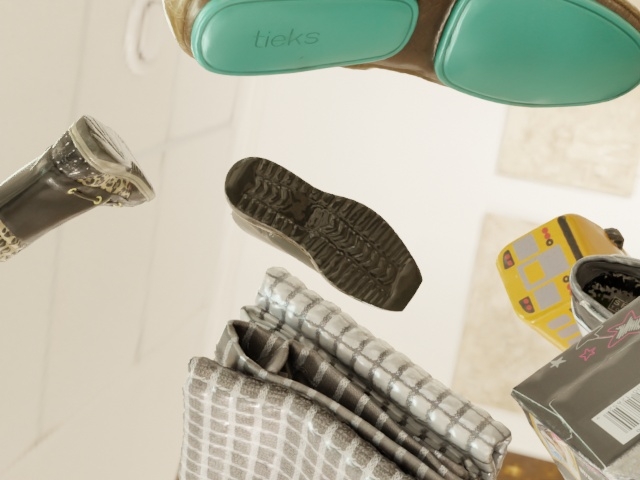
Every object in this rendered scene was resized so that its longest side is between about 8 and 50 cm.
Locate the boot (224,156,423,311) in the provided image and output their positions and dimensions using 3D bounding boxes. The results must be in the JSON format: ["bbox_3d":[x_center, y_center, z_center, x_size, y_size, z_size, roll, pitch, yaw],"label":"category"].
[{"bbox_3d":[0.000,0.000,1.112,0.077,0.198,0.137,-51,-3,-11],"label":"boot"}]

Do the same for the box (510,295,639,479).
[{"bbox_3d":[0.278,0.100,0.749,0.247,0.142,0.163,-36,14,-3],"label":"box"}]

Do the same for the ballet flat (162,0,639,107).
[{"bbox_3d":[0.061,-0.164,0.788,0.116,0.342,0.124,112,150,-47],"label":"ballet flat"}]

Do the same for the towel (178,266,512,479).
[{"bbox_3d":[0.006,0.194,0.887,0.121,0.235,0.284,-37,-29,-35],"label":"towel"}]

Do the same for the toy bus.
[{"bbox_3d":[0.342,0.083,1.426,0.332,0.130,0.108,34,-150,-51],"label":"toy bus"}]

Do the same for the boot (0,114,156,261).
[{"bbox_3d":[-0.289,-0.049,1.334,0.178,0.085,0.236,-35,-10,0],"label":"boot"}]

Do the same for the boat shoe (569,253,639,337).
[{"bbox_3d":[0.363,0.091,1.078,0.108,0.301,0.102,-54,-31,-13],"label":"boat shoe"}]
